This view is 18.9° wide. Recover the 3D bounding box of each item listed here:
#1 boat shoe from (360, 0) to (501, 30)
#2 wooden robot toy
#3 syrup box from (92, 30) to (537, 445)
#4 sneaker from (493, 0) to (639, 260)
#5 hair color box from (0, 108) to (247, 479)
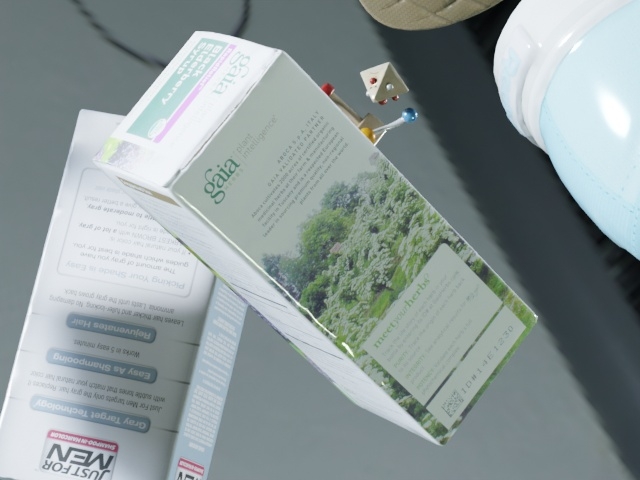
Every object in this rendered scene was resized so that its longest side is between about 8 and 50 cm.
[{"bbox_3d":[0.092,-0.157,0.881,0.064,0.178,0.060,52,30,-5],"label":"boat shoe"},{"bbox_3d":[0.007,-0.067,1.528,0.076,0.173,0.079,35,44,-7],"label":"wooden robot toy"},{"bbox_3d":[0.000,0.000,1.034,0.237,0.096,0.093,44,78,-30],"label":"syrup box"},{"bbox_3d":[0.258,-0.080,0.718,0.366,0.135,0.150,-25,55,-2],"label":"sneaker"},{"bbox_3d":[-0.180,0.074,1.898,0.185,0.113,0.374,10,78,18],"label":"hair color box"}]
